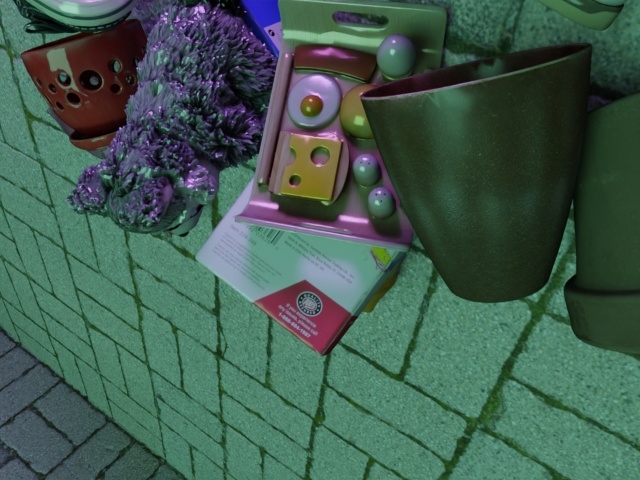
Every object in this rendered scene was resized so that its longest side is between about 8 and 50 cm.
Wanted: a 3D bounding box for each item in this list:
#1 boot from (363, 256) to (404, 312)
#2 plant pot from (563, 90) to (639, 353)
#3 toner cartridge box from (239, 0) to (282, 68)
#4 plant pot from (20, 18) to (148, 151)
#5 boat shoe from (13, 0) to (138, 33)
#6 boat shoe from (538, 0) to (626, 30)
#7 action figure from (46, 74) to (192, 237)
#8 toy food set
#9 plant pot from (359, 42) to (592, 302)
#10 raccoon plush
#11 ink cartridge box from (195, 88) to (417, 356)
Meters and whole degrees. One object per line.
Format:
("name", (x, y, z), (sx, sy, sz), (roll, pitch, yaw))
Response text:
("boot", (0.001, 0.000, 0.943), (0.295, 0.104, 0.211), (36, 137, 8))
("plant pot", (0.358, -0.037, 0.535), (0.263, 0.263, 0.229), (-18, 90, 46))
("toner cartridge box", (-0.176, -0.276, 0.907), (0.348, 0.075, 0.165), (-27, 99, 48))
("plant pot", (-0.359, -0.257, 0.891), (0.191, 0.191, 0.174), (8, 129, 36))
("boat shoe", (-0.413, -0.419, 0.875), (0.500, 0.187, 0.155), (40, 151, 39))
("boat shoe", (0.190, -0.336, 0.537), (0.302, 0.113, 0.103), (31, 135, 3))
("action figure", (-0.374, -0.172, 1.108), (0.276, 0.248, 0.370), (-41, 89, 22))
("toy food set", (0.026, -0.150, 0.666), (0.220, 0.305, 0.092), (9, 172, 10))
("plant pot", (0.170, -0.060, 0.556), (0.216, 0.215, 0.230), (1, 114, 40))
("raccoon plush", (-0.233, -0.220, 0.716), (0.216, 0.299, 0.446), (-5, 115, 43))
("ink cartridge box", (0.012, -0.026, 0.763), (0.226, 0.306, 0.131), (37, 177, 12))
